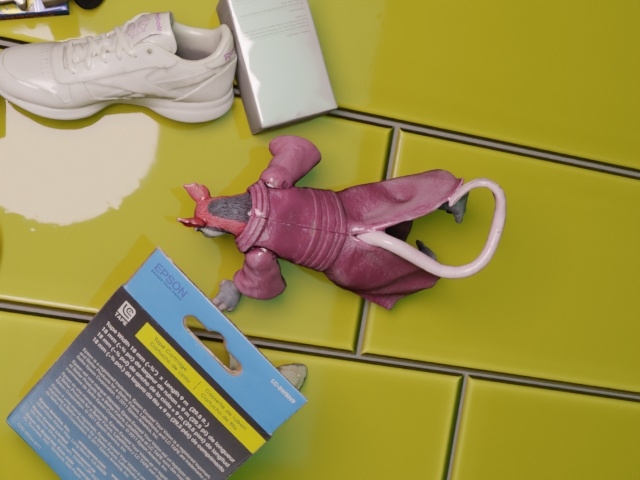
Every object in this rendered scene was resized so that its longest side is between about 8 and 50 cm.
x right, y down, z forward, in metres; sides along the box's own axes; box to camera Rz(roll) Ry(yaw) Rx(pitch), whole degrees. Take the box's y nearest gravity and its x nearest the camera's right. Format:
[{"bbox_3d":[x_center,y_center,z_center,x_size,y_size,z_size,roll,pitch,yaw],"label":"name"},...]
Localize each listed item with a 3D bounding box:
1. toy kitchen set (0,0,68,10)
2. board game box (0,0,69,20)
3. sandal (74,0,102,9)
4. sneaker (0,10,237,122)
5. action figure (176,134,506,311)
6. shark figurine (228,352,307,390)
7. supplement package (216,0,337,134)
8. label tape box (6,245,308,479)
[{"bbox_3d":[-0.401,-0.334,1.053,0.207,0.166,0.122,-13,95,-13],"label":"toy kitchen set"},{"bbox_3d":[-0.427,-0.346,1.151,0.201,0.035,0.136,-7,94,-13],"label":"board game box"},{"bbox_3d":[-0.268,-0.380,1.171,0.067,0.040,0.179,32,82,-46],"label":"sandal"},{"bbox_3d":[-0.251,-0.229,1.132,0.305,0.152,0.114,-2,54,-18],"label":"sneaker"},{"bbox_3d":[0.000,0.000,1.154,0.370,0.275,0.248,7,96,-27],"label":"action figure"},{"bbox_3d":[-0.161,0.184,1.202,0.278,0.116,0.166,31,51,-20],"label":"shark figurine"},{"bbox_3d":[-0.060,-0.240,1.203,0.105,0.105,0.179,-16,95,-13],"label":"supplement package"},{"bbox_3d":[-0.184,0.183,1.090,0.240,0.106,0.334,45,114,1],"label":"label tape box"}]
